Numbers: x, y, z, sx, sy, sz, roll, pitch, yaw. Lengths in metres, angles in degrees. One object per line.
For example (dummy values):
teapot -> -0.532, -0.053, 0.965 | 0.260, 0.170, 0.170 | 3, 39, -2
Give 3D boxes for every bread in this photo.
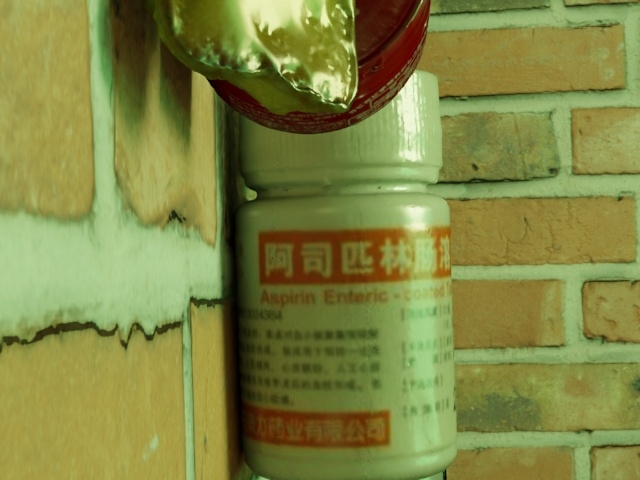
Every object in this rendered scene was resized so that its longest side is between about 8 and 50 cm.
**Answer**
bread -> -0.051, -0.186, 0.694 | 0.088, 0.160, 0.233 | -37, -129, 47

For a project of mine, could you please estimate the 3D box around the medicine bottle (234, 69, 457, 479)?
medicine bottle -> 0.023, 0.032, 1.064 | 0.211, 0.211, 0.372 | -20, 108, -86

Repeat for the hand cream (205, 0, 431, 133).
hand cream -> -0.012, -0.182, 0.821 | 0.125, 0.193, 0.193 | 80, 9, -75

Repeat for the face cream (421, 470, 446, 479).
face cream -> 0.085, 0.365, 1.716 | 0.357, 0.219, 0.312 | -81, 171, -53
